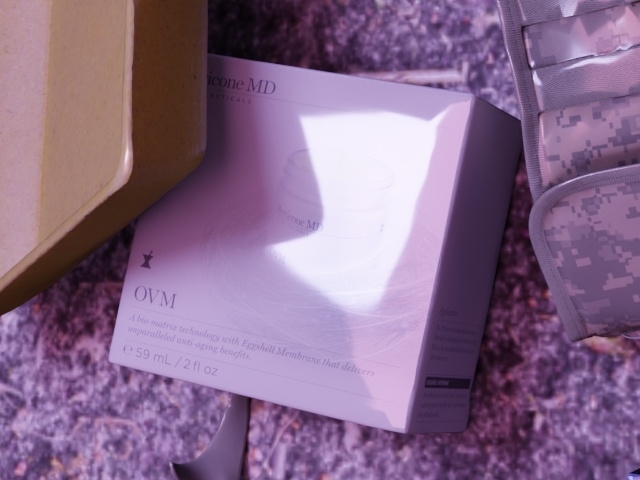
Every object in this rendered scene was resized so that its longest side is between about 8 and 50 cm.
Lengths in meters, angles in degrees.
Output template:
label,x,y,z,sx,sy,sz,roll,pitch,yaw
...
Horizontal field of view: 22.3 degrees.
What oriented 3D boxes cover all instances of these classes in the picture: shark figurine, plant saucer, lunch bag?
label,x,y,z,sx,sy,sz,roll,pitch,yaw
shark figurine,0.015,0.227,1.142,0.116,0.166,0.278,-36,43,-14
plant saucer,-0.164,-0.125,1.126,0.333,0.081,0.333,-33,51,53
lunch bag,0.244,-0.082,1.008,0.235,0.169,0.287,-11,92,18

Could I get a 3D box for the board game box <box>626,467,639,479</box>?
label,x,y,z,sx,sy,sz,roll,pitch,yaw
board game box,0.317,0.170,0.966,0.243,0.165,0.042,7,90,22

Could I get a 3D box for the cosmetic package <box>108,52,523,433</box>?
label,x,y,z,sx,sy,sz,roll,pitch,yaw
cosmetic package,0.000,0.000,1.114,0.224,0.138,0.225,11,88,23
